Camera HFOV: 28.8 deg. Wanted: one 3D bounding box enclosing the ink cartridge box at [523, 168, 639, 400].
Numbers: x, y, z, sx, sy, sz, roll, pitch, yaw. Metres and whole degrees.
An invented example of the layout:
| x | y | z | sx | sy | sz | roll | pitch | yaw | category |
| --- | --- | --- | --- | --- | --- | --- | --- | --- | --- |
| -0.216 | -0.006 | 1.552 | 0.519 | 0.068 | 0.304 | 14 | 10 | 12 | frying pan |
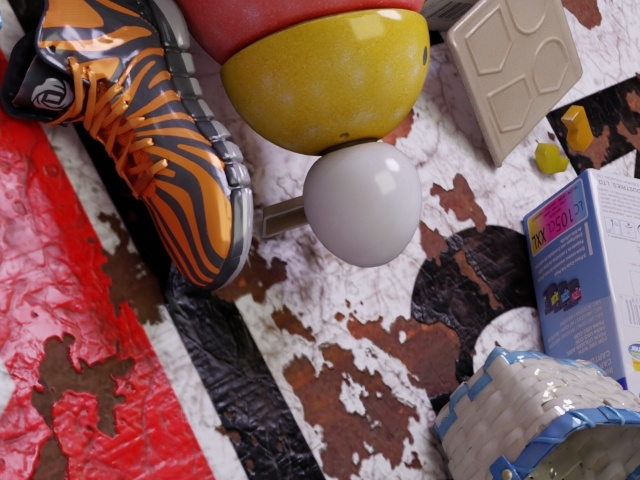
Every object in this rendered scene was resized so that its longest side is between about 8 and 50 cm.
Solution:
| x | y | z | sx | sy | sz | roll | pitch | yaw | category |
| --- | --- | --- | --- | --- | --- | --- | --- | --- | --- |
| 0.422 | 0.132 | 1.544 | 0.269 | 0.151 | 0.396 | 10 | 57 | -24 | ink cartridge box |

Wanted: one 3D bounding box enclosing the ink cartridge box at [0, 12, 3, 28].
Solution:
| x | y | z | sx | sy | sz | roll | pitch | yaw | category |
| --- | --- | --- | --- | --- | --- | --- | --- | --- | --- |
| -0.406 | -0.201 | 0.871 | 0.270 | 0.197 | 0.198 | -1 | 68 | -47 | ink cartridge box |

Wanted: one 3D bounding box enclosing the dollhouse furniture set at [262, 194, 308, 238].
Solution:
| x | y | z | sx | sy | sz | roll | pitch | yaw | category |
| --- | --- | --- | --- | --- | --- | --- | --- | --- | --- |
| 0.000 | 0.000 | 1.288 | 0.114 | 0.091 | 0.081 | -18 | 52 | -22 | dollhouse furniture set |

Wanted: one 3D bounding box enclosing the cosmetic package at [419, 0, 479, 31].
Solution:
| x | y | z | sx | sy | sz | roll | pitch | yaw | category |
| --- | --- | --- | --- | --- | --- | --- | --- | --- | --- |
| 0.118 | -0.438 | 1.644 | 0.160 | 0.113 | 0.310 | -8 | 74 | -49 | cosmetic package |

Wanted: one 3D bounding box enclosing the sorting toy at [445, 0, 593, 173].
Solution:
| x | y | z | sx | sy | sz | roll | pitch | yaw | category |
| --- | --- | --- | --- | --- | --- | --- | --- | --- | --- |
| 0.271 | -0.208 | 1.657 | 0.229 | 0.041 | 0.307 | -48 | 130 | -27 | sorting toy |

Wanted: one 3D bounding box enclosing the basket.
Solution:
| x | y | z | sx | sy | sz | roll | pitch | yaw | category |
| --- | --- | --- | --- | --- | --- | --- | --- | --- | --- |
| 0.274 | 0.256 | 1.289 | 0.254 | 0.201 | 0.289 | 15 | 25 | -40 | basket |

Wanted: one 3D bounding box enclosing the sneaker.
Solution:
| x | y | z | sx | sy | sz | roll | pitch | yaw | category |
| --- | --- | --- | --- | --- | --- | --- | --- | --- | --- |
| -0.186 | -0.095 | 1.121 | 0.180 | 0.124 | 0.321 | -1 | 57 | -43 | sneaker |

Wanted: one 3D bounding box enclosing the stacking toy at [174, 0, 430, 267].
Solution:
| x | y | z | sx | sy | sz | roll | pitch | yaw | category |
| --- | --- | --- | --- | --- | --- | --- | --- | --- | --- |
| -0.001 | -0.206 | 1.239 | 0.350 | 0.350 | 0.480 | -10 | 85 | -49 | stacking toy |
